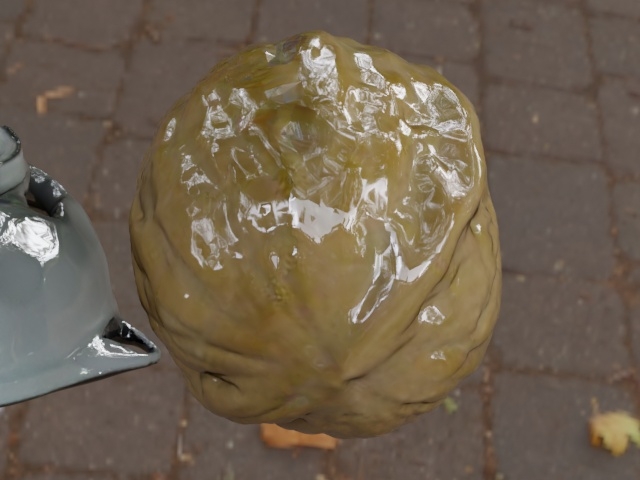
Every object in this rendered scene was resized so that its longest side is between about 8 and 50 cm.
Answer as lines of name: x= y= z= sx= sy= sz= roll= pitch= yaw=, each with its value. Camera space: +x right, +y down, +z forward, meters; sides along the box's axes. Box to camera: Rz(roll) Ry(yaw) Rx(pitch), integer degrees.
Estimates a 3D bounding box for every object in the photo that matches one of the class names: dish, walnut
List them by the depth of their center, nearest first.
walnut: x=0.000 y=0.000 z=0.772 sx=0.213 sy=0.213 sz=0.213 roll=4 pitch=38 yaw=-3
dish: x=-0.247 y=-0.005 z=0.911 sx=0.303 sy=0.120 sz=0.303 roll=6 pitch=20 yaw=-2
